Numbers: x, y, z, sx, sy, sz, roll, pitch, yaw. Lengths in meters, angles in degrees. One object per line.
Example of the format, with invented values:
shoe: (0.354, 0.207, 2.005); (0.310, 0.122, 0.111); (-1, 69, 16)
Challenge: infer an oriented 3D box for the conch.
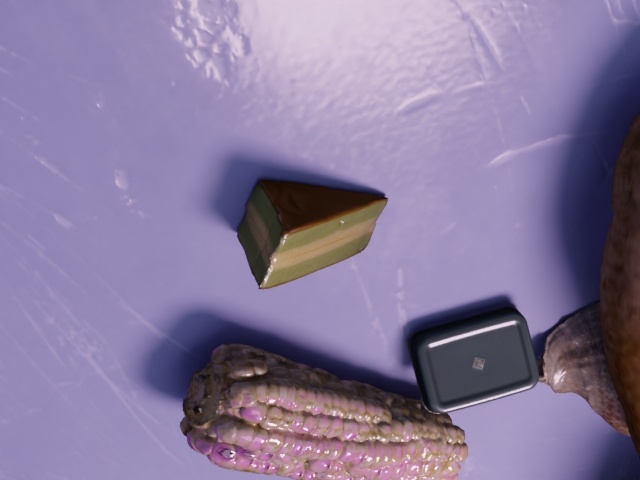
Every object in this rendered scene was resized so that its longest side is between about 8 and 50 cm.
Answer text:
conch: (0.327, 0.131, 1.706); (0.207, 0.130, 0.155); (11, 87, -6)

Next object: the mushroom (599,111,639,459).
mushroom: (0.387, 0.092, 1.510); (0.314, 0.224, 0.397); (16, 100, -32)

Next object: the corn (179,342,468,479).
corn: (0.013, 0.193, 1.603); (0.335, 0.126, 0.126); (19, 120, -34)

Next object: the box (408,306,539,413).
box: (0.159, 0.124, 1.629); (0.126, 0.031, 0.091); (-14, 95, -9)

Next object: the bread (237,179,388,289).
bread: (0.005, 0.000, 1.457); (0.139, 0.084, 0.074); (8, 125, -27)
